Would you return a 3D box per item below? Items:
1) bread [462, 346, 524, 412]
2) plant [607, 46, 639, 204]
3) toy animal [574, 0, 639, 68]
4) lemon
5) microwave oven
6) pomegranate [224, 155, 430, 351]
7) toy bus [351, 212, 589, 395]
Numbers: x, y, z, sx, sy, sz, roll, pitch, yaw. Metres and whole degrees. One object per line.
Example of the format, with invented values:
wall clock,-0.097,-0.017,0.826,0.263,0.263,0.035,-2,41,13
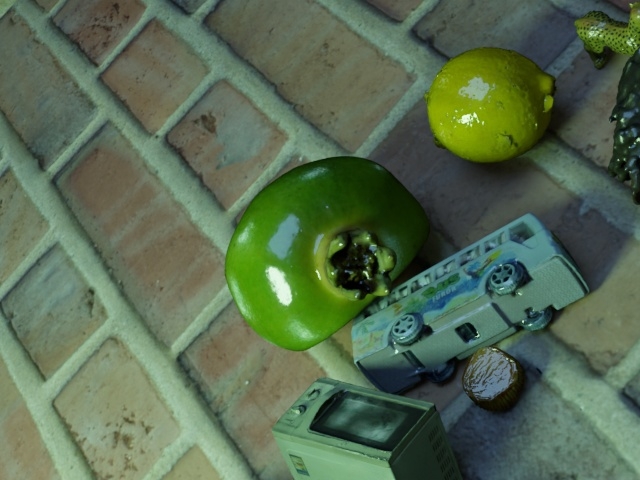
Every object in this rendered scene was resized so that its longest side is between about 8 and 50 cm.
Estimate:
bread,0.232,0.187,1.715,0.085,0.053,0.085,-12,61,21
plant,0.469,-0.132,1.664,0.204,0.178,0.234,-6,67,23
toy animal,0.424,-0.299,1.847,0.073,0.136,0.181,-54,42,-6
lemon,0.253,-0.201,1.894,0.206,0.173,0.174,-11,54,34
microwave oven,0.066,0.281,1.700,0.205,0.163,0.129,8,43,42
pomegranate,0.000,0.000,1.853,0.309,0.216,0.358,-40,6,-8
toy bus,0.200,0.088,1.781,0.329,0.109,0.136,-30,34,18
